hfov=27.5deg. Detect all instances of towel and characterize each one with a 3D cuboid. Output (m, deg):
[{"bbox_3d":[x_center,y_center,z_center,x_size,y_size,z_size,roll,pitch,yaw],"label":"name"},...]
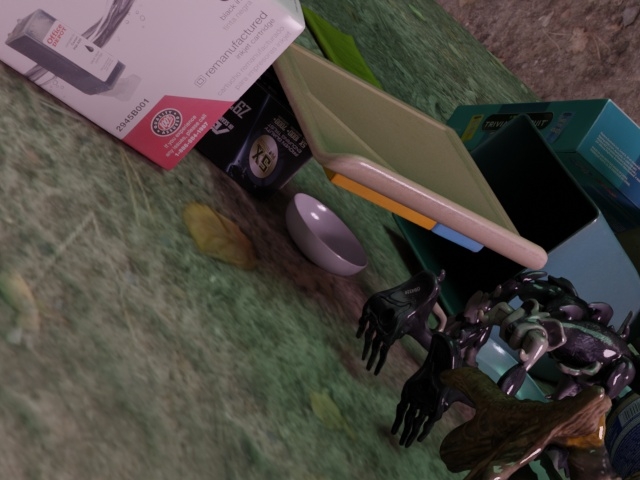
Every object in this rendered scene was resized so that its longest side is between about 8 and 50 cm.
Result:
[{"bbox_3d":[0.044,-0.224,1.707,0.102,0.021,0.237,32,21,-40],"label":"towel"}]

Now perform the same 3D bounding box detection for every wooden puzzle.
[{"bbox_3d":[0.054,-0.072,1.055,0.221,0.044,0.239,25,21,-32],"label":"wooden puzzle"}]

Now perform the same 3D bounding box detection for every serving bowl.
[{"bbox_3d":[0.000,0.000,1.076,0.083,0.027,0.083,41,17,-15],"label":"serving bowl"}]

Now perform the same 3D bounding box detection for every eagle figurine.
[{"bbox_3d":[0.213,0.200,0.789,0.298,0.225,0.226,48,25,-13],"label":"eagle figurine"}]

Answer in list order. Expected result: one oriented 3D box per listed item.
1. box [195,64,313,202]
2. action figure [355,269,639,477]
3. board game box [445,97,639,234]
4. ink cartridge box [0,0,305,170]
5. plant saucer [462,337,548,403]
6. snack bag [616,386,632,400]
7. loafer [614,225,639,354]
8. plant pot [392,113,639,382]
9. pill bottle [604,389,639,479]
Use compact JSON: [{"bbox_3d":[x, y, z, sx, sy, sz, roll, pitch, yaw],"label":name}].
[{"bbox_3d":[-0.086,-0.138,1.106,0.180,0.077,0.147,40,18,-18],"label":"box"},{"bbox_3d":[0.150,0.099,1.022,0.275,0.141,0.164,7,37,-40],"label":"action figure"},{"bbox_3d":[0.325,-0.070,1.649,0.254,0.079,0.336,38,-11,-22],"label":"board game box"},{"bbox_3d":[-0.143,-0.175,0.918,0.218,0.158,0.092,35,20,-30],"label":"ink cartridge box"},{"bbox_3d":[0.163,0.131,1.168,0.119,0.021,0.119,40,18,-16],"label":"plant saucer"},{"bbox_3d":[0.470,0.270,1.546,0.323,0.037,0.342,53,20,24],"label":"snack bag"},{"bbox_3d":[0.443,0.123,1.501,0.366,0.130,0.134,48,16,-20],"label":"loafer"},{"bbox_3d":[0.220,0.033,1.310,0.234,0.165,0.165,44,14,-43],"label":"plant pot"},{"bbox_3d":[0.327,0.224,1.166,0.123,0.123,0.219,42,18,-12],"label":"pill bottle"}]
